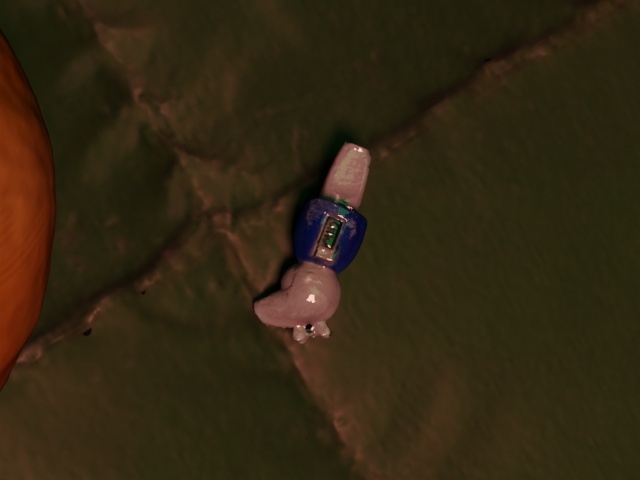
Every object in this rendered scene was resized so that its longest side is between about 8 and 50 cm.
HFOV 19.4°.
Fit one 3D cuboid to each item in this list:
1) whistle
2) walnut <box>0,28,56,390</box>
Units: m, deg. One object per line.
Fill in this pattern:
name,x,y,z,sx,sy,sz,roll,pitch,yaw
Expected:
whistle,0.000,0.000,0.749,0.033,0.029,0.083,20,79,-6
walnut,-0.200,0.013,0.531,0.298,0.203,0.203,-33,96,-46
